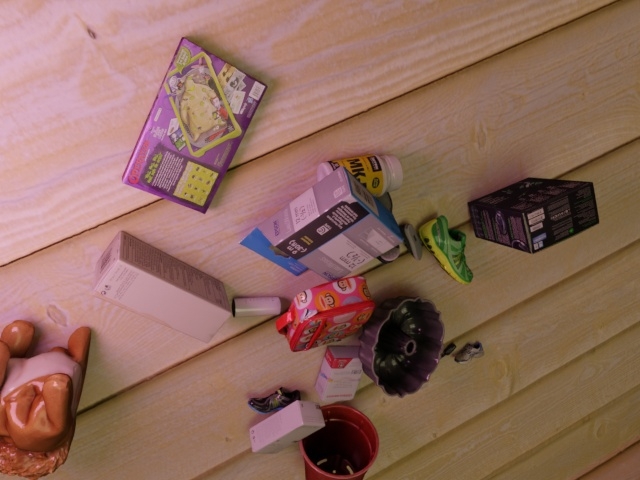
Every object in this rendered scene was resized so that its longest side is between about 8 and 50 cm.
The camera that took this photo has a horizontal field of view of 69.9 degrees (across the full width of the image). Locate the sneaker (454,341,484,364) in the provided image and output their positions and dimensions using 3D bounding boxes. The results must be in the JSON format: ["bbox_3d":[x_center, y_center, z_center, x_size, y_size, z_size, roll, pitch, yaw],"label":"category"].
[{"bbox_3d":[0.570,0.430,1.767,0.135,0.052,0.058,-18,111,-22],"label":"sneaker"}]

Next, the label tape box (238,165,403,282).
[{"bbox_3d":[0.000,0.000,1.183,0.347,0.115,0.249,-34,136,20],"label":"label tape box"}]

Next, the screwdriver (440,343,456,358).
[{"bbox_3d":[0.450,0.452,1.744,0.170,0.024,0.025,-43,94,10],"label":"screwdriver"}]

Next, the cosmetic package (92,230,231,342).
[{"bbox_3d":[-0.387,0.118,1.139,0.309,0.160,0.113,35,100,-31],"label":"cosmetic package"}]

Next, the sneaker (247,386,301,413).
[{"bbox_3d":[-0.151,0.520,1.504,0.188,0.067,0.078,5,102,-27],"label":"sneaker"}]

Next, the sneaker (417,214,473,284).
[{"bbox_3d":[0.428,0.037,1.466,0.123,0.109,0.295,-40,123,5],"label":"sneaker"}]

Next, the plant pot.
[{"bbox_3d":[0.053,0.774,1.609,0.272,0.272,0.265,-8,126,-19],"label":"plant pot"}]

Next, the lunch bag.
[{"bbox_3d":[0.000,0.217,1.306,0.257,0.120,0.293,-11,153,-19],"label":"lunch bag"}]

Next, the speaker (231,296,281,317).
[{"bbox_3d":[-0.186,0.191,1.320,0.136,0.055,0.055,0,115,-23],"label":"speaker"}]

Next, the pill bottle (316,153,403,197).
[{"bbox_3d":[0.105,-0.166,1.223,0.208,0.119,0.119,-13,119,-17],"label":"pill bottle"}]

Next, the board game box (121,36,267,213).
[{"bbox_3d":[-0.292,-0.251,1.058,0.208,0.056,0.347,21,106,-34],"label":"board game box"}]

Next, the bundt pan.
[{"bbox_3d":[0.253,0.332,1.497,0.330,0.124,0.332,-6,100,-34],"label":"bundt pan"}]

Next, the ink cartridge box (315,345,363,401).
[{"bbox_3d":[0.067,0.448,1.545,0.127,0.072,0.175,6,112,-26],"label":"ink cartridge box"}]

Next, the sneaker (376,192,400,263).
[{"bbox_3d":[0.178,-0.042,1.342,0.086,0.163,0.227,-10,80,6],"label":"sneaker"}]

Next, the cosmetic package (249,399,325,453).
[{"bbox_3d":[-0.111,0.613,1.497,0.231,0.086,0.117,-37,140,24],"label":"cosmetic package"}]

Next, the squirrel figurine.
[{"bbox_3d":[-0.767,0.383,1.055,0.369,0.281,0.398,9,109,-19],"label":"squirrel figurine"}]

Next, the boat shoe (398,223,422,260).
[{"bbox_3d":[0.282,0.004,1.430,0.049,0.040,0.142,-54,131,-36],"label":"boat shoe"}]

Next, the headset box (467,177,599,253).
[{"bbox_3d":[0.630,-0.087,1.395,0.246,0.283,0.131,-22,106,-12],"label":"headset box"}]
